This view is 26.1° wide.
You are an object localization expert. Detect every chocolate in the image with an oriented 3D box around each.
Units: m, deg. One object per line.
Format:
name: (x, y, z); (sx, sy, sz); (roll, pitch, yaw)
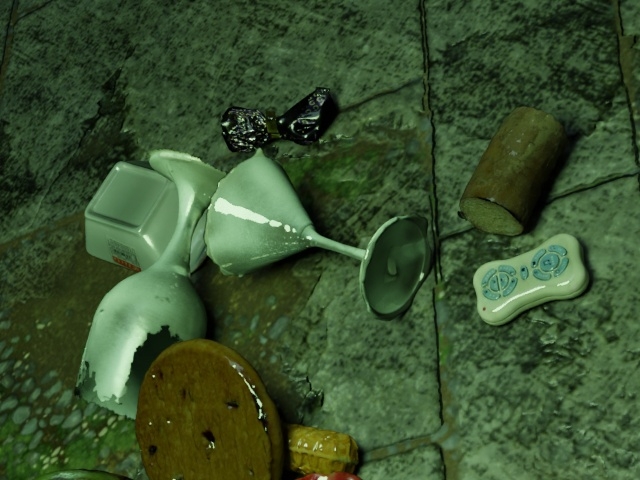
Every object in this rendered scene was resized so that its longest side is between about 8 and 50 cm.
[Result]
chocolate: (-0.053, -0.151, 1.751); (0.147, 0.070, 0.072); (-12, 81, 31)

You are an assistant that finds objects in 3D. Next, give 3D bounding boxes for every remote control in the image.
remote control: (0.216, 0.040, 1.426); (0.122, 0.032, 0.074); (-25, 48, 22)

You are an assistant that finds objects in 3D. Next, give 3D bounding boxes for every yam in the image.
yam: (0.209, -0.072, 1.486); (0.084, 0.084, 0.127); (14, 64, 42)

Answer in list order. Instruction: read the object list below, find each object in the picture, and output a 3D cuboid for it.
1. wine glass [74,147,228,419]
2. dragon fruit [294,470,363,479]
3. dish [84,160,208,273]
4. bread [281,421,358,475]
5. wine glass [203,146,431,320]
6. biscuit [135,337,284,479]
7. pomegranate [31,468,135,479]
wine glass: (-0.185, 0.055, 1.629); (0.143, 0.143, 0.321); (3, 71, 38)
dragon fruit: (0.084, 0.342, 0.894); (0.329, 0.286, 0.228); (11, 48, 22)
dish: (-0.215, -0.038, 1.787); (0.234, 0.064, 0.154); (16, 69, 41)
bread: (-0.027, 0.222, 1.463); (0.157, 0.044, 0.052); (3, 98, 38)
wine glass: (0.000, 0.000, 1.545); (0.232, 0.156, 0.156); (18, 71, 38)
biscuit: (-0.121, 0.209, 1.481); (0.212, 0.036, 0.212); (5, 98, 37)
pomegranate: (-0.261, 0.346, 1.414); (0.306, 0.242, 0.242); (3, 61, 44)
